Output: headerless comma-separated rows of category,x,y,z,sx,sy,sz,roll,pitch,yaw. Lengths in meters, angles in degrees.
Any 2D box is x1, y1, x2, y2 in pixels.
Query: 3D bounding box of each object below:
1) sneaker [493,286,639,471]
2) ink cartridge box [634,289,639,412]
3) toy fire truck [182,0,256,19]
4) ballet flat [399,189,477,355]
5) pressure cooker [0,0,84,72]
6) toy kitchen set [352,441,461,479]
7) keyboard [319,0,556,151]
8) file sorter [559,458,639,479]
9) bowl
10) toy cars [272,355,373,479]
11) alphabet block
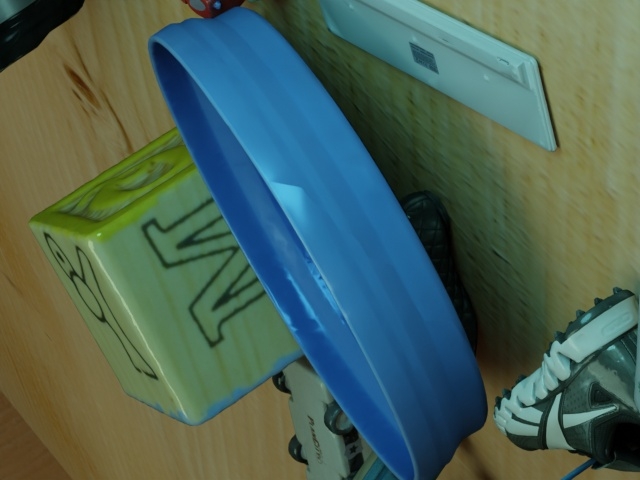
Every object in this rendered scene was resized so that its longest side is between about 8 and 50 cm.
sneaker,0.184,0.120,1.262,0.106,0.078,0.234,55,160,13
ink cartridge box,0.253,0.142,0.943,0.330,0.071,0.324,76,173,-61
toy fire truck,-0.069,-0.220,1.376,0.135,0.047,0.192,45,159,28
ballet flat,0.082,0.036,1.418,0.057,0.049,0.173,36,151,49
pressure cooker,-0.457,-0.320,1.684,0.420,0.370,0.375,64,177,-19
toy kitchen set,0.144,0.237,1.560,0.207,0.122,0.166,37,163,-7
keyboard,0.068,-0.131,1.244,0.256,0.014,0.072,35,158,48
file sorter,0.228,0.239,1.293,0.104,0.118,0.170,29,148,59
bowl,0.000,0.000,1.396,0.391,0.077,0.391,58,173,12
toy cars,0.077,0.258,1.764,0.393,0.087,0.176,59,157,1
alphabet block,-0.115,0.023,1.671,0.192,0.193,0.197,11,132,63
